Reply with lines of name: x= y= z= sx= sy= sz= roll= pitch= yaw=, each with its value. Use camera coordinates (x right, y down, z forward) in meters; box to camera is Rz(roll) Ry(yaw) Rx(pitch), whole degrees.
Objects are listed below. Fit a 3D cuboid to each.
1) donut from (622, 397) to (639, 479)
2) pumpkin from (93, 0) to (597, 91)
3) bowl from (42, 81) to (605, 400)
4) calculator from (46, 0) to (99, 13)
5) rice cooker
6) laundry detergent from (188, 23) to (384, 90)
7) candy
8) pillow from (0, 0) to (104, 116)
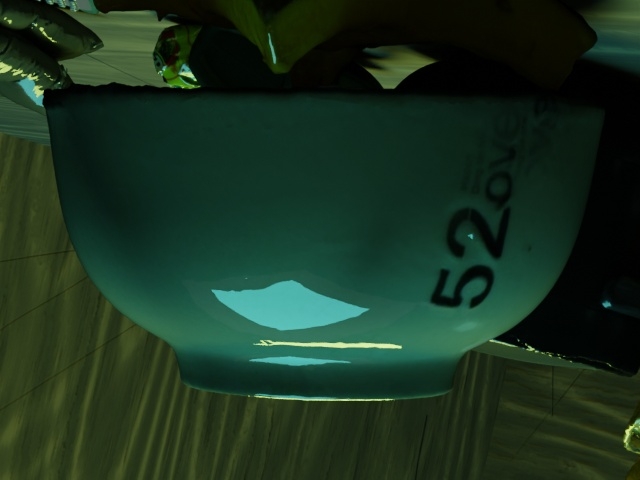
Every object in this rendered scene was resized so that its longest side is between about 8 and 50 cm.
donut: x=0.353 y=0.083 z=1.482 sx=0.163 sy=0.377 sz=0.435 roll=24 pitch=-165 yaw=9
pumpkin: x=-0.010 y=-0.139 z=1.193 sx=0.258 sy=0.095 sz=0.290 roll=5 pitch=-177 yaw=-36
bowl: x=0.000 y=0.000 z=1.226 sx=0.354 sy=0.185 sz=0.354 roll=2 pitch=-179 yaw=0
calculator: x=-0.212 y=-0.203 z=1.556 sx=0.094 sy=0.019 sz=0.141 roll=15 pitch=177 yaw=-2
rice cooker: x=0.159 y=-0.019 z=1.514 sx=0.267 sy=0.224 sz=0.267 roll=12 pitch=175 yaw=1
laundry detergent: x=-0.001 y=-0.116 z=1.596 sx=0.144 sy=0.078 sz=0.222 roll=36 pitch=-170 yaw=34
candy: x=-0.052 y=-0.151 z=1.681 sx=0.194 sy=0.058 sz=0.062 roll=5 pitch=-139 yaw=-26
pillow: x=-0.359 y=-0.192 z=1.637 sx=0.228 sy=0.101 sz=0.326 roll=12 pitch=175 yaw=27
